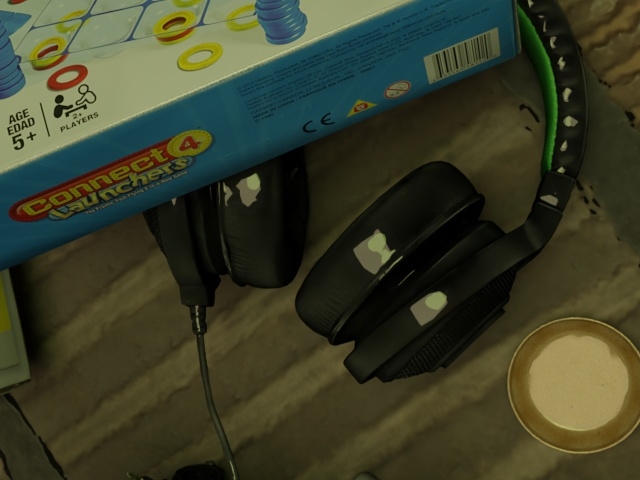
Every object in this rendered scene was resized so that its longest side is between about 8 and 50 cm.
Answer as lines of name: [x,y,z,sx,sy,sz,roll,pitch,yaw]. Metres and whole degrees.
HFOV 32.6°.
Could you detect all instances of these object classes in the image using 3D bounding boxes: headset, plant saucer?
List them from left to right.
headset: [0.000,0.000,0.661,0.243,0.185,0.394,26,85,9]
plant saucer: [0.156,0.087,0.664,0.083,0.015,0.083,1,94,16]

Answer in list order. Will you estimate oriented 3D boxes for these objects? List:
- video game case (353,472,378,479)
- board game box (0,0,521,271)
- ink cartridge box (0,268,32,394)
video game case: [0.070,0.364,0.696,0.329,0.036,0.300,37,102,10]
board game box: [-0.094,-0.178,0.591,0.308,0.086,0.302,-23,65,3]
ink cartridge box: [-0.364,-0.028,0.756,0.303,0.072,0.307,-10,89,24]
